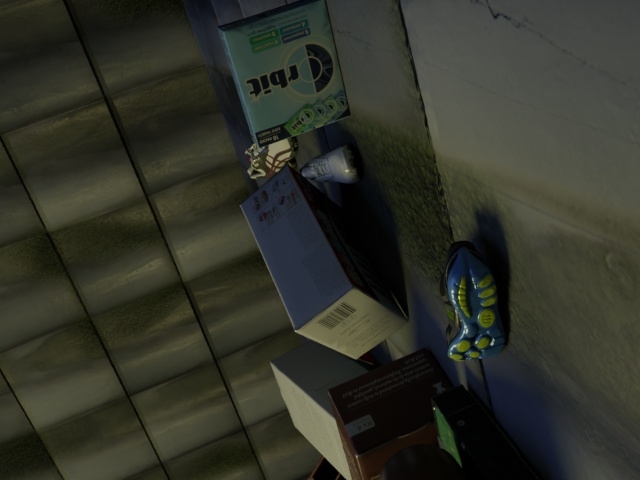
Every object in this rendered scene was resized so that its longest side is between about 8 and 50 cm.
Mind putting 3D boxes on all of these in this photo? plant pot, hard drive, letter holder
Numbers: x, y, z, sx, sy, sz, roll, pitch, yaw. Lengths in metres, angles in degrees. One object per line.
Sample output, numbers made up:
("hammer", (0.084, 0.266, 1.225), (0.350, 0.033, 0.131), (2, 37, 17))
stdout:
("plant pot", (0.149, 0.360, 0.819), (0.165, 0.167, 0.167), (-111, 2, -77))
("hard drive", (0.266, 0.388, 0.851), (0.339, 0.064, 0.237), (-127, 18, -56))
("letter holder", (0.127, 0.696, 1.956), (0.152, 0.214, 0.302), (28, 173, 30))

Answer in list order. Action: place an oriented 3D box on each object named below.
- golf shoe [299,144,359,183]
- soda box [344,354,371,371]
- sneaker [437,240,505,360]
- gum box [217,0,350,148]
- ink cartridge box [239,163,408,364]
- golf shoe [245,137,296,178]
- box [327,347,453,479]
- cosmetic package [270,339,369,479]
("golf shoe", (0.013, -0.122, 1.103), (0.176, 0.086, 0.069), (-168, 59, -77))
("soda box", (0.097, 0.351, 1.731), (0.071, 0.067, 0.210), (-134, 25, -67))
("sneaker", (0.174, 0.075, 0.729), (0.078, 0.067, 0.188), (-90, -11, -46))
("gum box", (-0.050, -0.251, 0.949), (0.041, 0.157, 0.184), (-126, 18, -55))
("ink cartridge box", (0.020, 0.051, 1.181), (0.272, 0.130, 0.309), (35, -159, -50))
("golf shoe", (-0.125, -0.224, 1.569), (0.273, 0.120, 0.105), (95, 154, -67))
("box", (0.144, 0.380, 1.140), (0.381, 0.191, 0.143), (79, 166, -47))
("cosmetic package", (0.059, 0.433, 1.575), (0.453, 0.161, 0.230), (20, 132, 61))
